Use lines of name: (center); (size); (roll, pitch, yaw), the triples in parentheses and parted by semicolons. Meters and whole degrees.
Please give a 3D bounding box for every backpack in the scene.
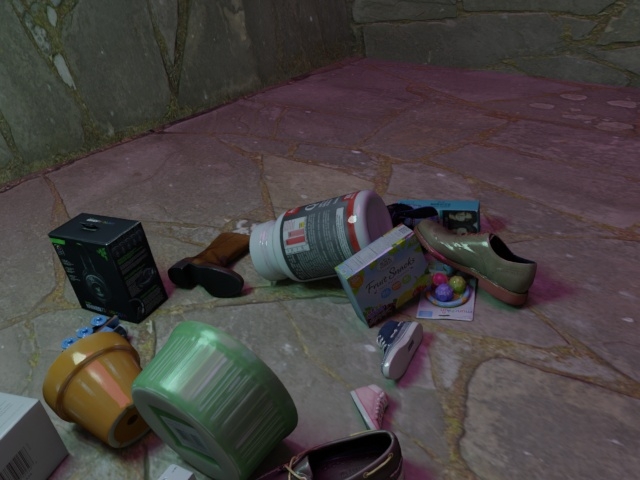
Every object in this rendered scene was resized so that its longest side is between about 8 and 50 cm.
backpack: (0.252, -0.037, 1.645); (0.173, 0.158, 0.117); (-14, 25, -26)

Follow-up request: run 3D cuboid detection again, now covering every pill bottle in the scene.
pill bottle: (0.000, 0.000, 1.555); (0.362, 0.210, 0.210); (-12, 26, 28)

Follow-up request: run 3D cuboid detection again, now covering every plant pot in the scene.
plant pot: (-0.448, 0.331, 1.219); (0.188, 0.205, 0.205); (32, 48, 29)

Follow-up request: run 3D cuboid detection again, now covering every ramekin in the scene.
ramekin: (-0.206, 0.311, 1.065); (0.303, 0.304, 0.148); (12, 45, 34)

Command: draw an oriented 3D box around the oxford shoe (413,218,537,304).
oxford shoe: (0.394, 0.018, 1.455); (0.348, 0.130, 0.123); (35, 33, 31)

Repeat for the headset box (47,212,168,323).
headset box: (-0.598, 0.066, 1.610); (0.246, 0.283, 0.131); (9, 35, 29)

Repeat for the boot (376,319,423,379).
boot: (0.160, 0.246, 1.291); (0.086, 0.069, 0.190); (1, 23, 32)

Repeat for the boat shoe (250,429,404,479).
boat shoe: (-0.010, 0.418, 1.006); (0.324, 0.097, 0.117); (-14, 30, -6)

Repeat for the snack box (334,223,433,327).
snack box: (0.159, 0.087, 1.403); (0.207, 0.175, 0.070); (-33, 34, -13)

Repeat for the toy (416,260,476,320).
toy: (0.328, 0.108, 1.471); (0.136, 0.056, 0.237); (0, 31, 19)

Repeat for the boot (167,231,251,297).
boot: (-0.279, 0.065, 1.741); (0.264, 0.096, 0.280); (0, 23, 32)

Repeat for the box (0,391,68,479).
box: (-0.736, 0.430, 1.146); (0.345, 0.168, 0.215); (3, 33, 21)

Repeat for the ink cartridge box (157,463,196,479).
ink cartridge box: (-0.249, 0.463, 0.980); (0.052, 0.123, 0.088); (8, 35, 29)

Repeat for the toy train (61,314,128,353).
toy train: (-0.580, 0.267, 1.471); (0.105, 0.080, 0.184); (16, 36, 23)

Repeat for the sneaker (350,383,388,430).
sneaker: (0.112, 0.338, 1.149); (0.070, 0.051, 0.134); (-20, 27, -7)

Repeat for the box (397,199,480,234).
box: (0.352, -0.064, 1.714); (0.244, 0.101, 0.060); (2, 33, 21)
